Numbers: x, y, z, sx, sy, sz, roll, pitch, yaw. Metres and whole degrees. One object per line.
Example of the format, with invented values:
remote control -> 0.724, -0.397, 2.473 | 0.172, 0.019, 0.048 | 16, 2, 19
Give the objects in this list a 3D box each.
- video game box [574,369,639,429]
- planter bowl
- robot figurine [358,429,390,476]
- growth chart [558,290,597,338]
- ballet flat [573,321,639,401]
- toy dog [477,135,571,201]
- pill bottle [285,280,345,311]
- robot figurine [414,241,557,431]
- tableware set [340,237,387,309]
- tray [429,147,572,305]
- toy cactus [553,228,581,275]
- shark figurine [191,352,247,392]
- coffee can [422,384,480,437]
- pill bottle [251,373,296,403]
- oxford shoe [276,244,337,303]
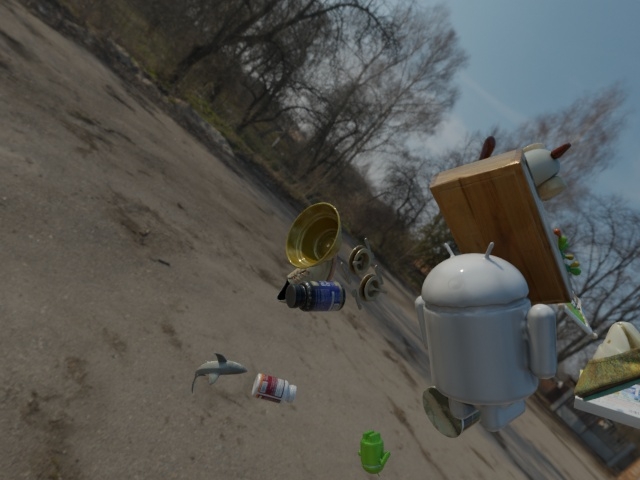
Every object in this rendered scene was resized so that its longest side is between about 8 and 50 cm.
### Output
video game box -> 0.937, 0.505, 1.292 | 0.205, 0.048, 0.187 | 10, 22, 35
planter bowl -> 0.000, 0.000, 1.247 | 0.090, 0.217, 0.217 | 32, 13, -41
robot figurine -> 0.147, 0.606, 1.152 | 0.067, 0.115, 0.101 | 4, -9, -40
growth chart -> 0.724, 0.165, 1.190 | 0.172, 0.021, 0.237 | 36, 35, -13
ballet flat -> 0.578, 0.174, 0.691 | 0.123, 0.348, 0.123 | 16, 50, -21
toy dog -> 0.509, -0.180, 1.048 | 0.220, 0.334, 0.161 | 52, -23, 19
pill bottle -> -0.020, 0.221, 1.605 | 0.219, 0.122, 0.123 | 5, 28, -30
robot figurine -> 0.311, 0.179, 0.804 | 0.200, 0.353, 0.300 | -10, 3, -38
tableware set -> 0.136, 0.102, 1.170 | 0.039, 0.128, 0.194 | 15, -41, 44
tray -> 0.446, -0.004, 0.990 | 0.411, 0.203, 0.076 | 56, 43, -24
toy cactus -> 0.808, 0.063, 1.420 | 0.219, 0.180, 0.112 | 50, -24, -9
shark figurine -> -0.483, 0.587, 1.769 | 0.116, 0.278, 0.166 | -89, 154, -45
coffee can -> 0.583, 0.638, 1.637 | 0.275, 0.201, 0.201 | -15, 45, -29
pill bottle -> -0.171, 0.555, 1.504 | 0.152, 0.086, 0.086 | 19, 12, -10
oxford shoe -> -0.063, 0.172, 1.854 | 0.147, 0.397, 0.140 | 5, 41, -39
